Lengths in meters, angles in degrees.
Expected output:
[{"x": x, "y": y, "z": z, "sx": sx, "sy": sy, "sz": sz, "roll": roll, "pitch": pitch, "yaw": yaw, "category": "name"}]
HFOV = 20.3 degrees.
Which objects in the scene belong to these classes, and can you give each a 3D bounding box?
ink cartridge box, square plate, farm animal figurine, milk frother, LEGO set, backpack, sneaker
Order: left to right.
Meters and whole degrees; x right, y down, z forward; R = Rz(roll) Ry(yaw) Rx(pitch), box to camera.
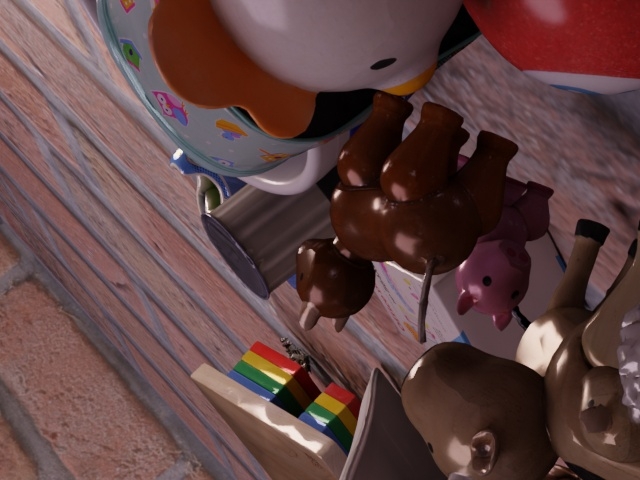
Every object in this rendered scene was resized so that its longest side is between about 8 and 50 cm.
[{"x": -0.068, "y": -0.030, "z": 1.660, "sx": 0.080, "sy": 0.081, "sz": 0.211, "roll": 28, "pitch": 154, "yaw": 57, "category": "sneaker"}, {"x": -0.026, "y": -0.128, "z": 0.951, "sx": 0.144, "sy": 0.188, "sz": 0.166, "roll": -18, "pitch": 110, "yaw": 50, "category": "backpack"}, {"x": -0.024, "y": 0.135, "z": 2.087, "sx": 0.083, "sy": 0.023, "sz": 0.054, "roll": 57, "pitch": 173, "yaw": 51, "category": "LEGO set"}, {"x": 0.000, "y": 0.000, "z": 1.389, "sx": 0.143, "sy": 0.135, "sz": 0.129, "roll": 52, "pitch": 168, "yaw": 1, "category": "milk frother"}, {"x": 0.121, "y": 0.315, "z": 1.675, "sx": 0.347, "sy": 0.049, "sz": 0.344, "roll": 55, "pitch": -168, "yaw": -8, "category": "square plate"}, {"x": 0.094, "y": 0.022, "z": 1.223, "sx": 0.092, "sy": 0.090, "sz": 0.143, "roll": 59, "pitch": 165, "yaw": -26, "category": "ink cartridge box"}, {"x": 0.139, "y": 0.072, "z": 0.864, "sx": 0.327, "sy": 0.172, "sz": 0.330, "roll": 22, "pitch": 180, "yaw": 36, "category": "farm animal figurine"}]

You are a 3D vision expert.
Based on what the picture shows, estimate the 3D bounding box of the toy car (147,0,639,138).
[{"x": 0.040, "y": -0.115, "z": 0.726, "sx": 0.210, "sy": 0.238, "sz": 0.219, "roll": 56, "pitch": 167, "yaw": -16, "category": "toy car"}]

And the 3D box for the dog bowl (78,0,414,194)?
[{"x": -0.058, "y": -0.163, "z": 1.165, "sx": 0.265, "sy": 0.104, "sz": 0.265, "roll": 42, "pitch": 159, "yaw": 20, "category": "dog bowl"}]

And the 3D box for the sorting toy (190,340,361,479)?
[{"x": 0.011, "y": 0.242, "z": 2.019, "sx": 0.257, "sy": 0.089, "sz": 0.255, "roll": 24, "pitch": 155, "yaw": 49, "category": "sorting toy"}]
